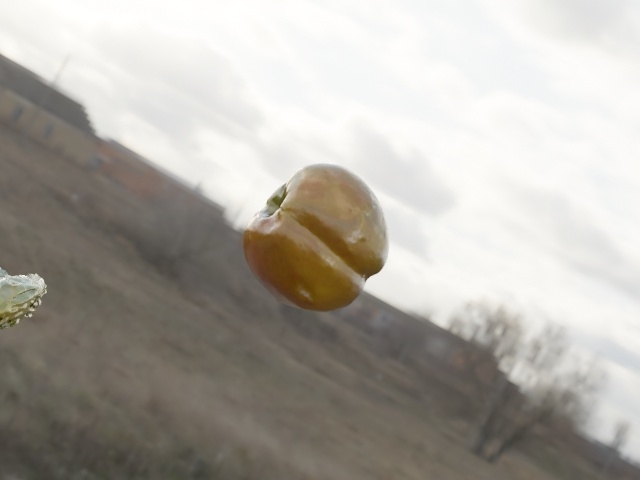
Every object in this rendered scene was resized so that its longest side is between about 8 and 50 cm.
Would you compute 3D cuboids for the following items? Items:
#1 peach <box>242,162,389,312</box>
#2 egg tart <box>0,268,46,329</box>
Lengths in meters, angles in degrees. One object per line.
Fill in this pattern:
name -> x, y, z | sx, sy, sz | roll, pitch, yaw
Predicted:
peach -> 0.000, 0.000, 1.477 | 0.138, 0.138, 0.138 | 29, -3, 2
egg tart -> -0.162, 0.024, 0.552 | 0.129, 0.128, 0.049 | -173, -115, -82
